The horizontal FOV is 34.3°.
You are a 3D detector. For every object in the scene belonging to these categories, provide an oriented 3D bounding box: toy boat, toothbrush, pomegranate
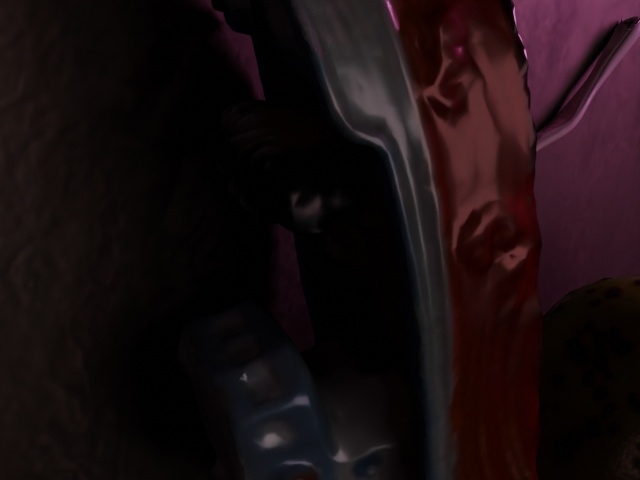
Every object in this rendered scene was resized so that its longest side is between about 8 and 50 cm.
[{"bbox_3d":[0.000,0.000,0.419,0.133,0.145,0.332,-17,121,-15],"label":"toy boat"},{"bbox_3d":[0.159,-0.084,0.669,0.204,0.017,0.022,-50,127,-25],"label":"toothbrush"},{"bbox_3d":[0.218,0.119,0.705,0.263,0.211,0.211,-109,-161,-77],"label":"pomegranate"}]
